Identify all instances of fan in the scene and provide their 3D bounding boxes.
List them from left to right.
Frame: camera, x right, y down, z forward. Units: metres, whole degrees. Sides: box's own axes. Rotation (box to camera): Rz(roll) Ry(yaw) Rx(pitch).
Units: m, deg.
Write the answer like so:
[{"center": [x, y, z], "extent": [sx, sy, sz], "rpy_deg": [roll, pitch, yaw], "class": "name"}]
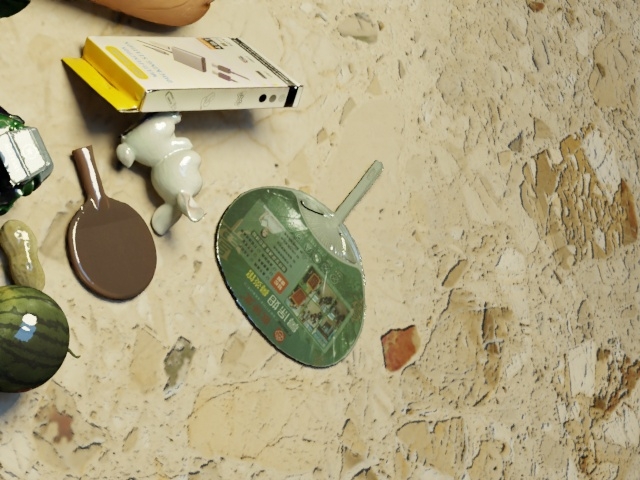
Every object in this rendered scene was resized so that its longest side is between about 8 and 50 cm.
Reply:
[{"center": [0.004, 0.032, 1.869], "extent": [0.294, 0.012, 0.223], "rpy_deg": [-15, 84, -42], "class": "fan"}]

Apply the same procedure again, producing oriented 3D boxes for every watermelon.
[{"center": [-0.285, 0.097, 1.535], "extent": [0.133, 0.105, 0.105], "rpy_deg": [16, 64, -42], "class": "watermelon"}]

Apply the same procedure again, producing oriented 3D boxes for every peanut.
[{"center": [-0.300, 0.019, 1.601], "extent": [0.037, 0.037, 0.083], "rpy_deg": [-9, 84, -42], "class": "peanut"}]

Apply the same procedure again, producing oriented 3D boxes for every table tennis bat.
[{"center": [-0.197, -0.031, 1.651], "extent": [0.107, 0.119, 0.170], "rpy_deg": [-15, 85, -43], "class": "table tennis bat"}]

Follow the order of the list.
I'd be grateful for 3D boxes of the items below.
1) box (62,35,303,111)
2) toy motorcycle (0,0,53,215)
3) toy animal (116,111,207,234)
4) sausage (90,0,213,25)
[{"center": [-0.148, -0.185, 1.761], "extent": [0.247, 0.033, 0.129], "rpy_deg": [-7, 37, -42], "class": "box"}, {"center": [-0.349, -0.158, 1.575], "extent": [0.187, 0.125, 0.274], "rpy_deg": [-26, 93, -34], "class": "toy motorcycle"}, {"center": [-0.164, -0.080, 1.730], "extent": [0.124, 0.071, 0.085], "rpy_deg": [55, 47, -10], "class": "toy animal"}, {"center": [-0.239, -0.320, 1.725], "extent": [0.304, 0.121, 0.121], "rpy_deg": [16, 64, -35], "class": "sausage"}]
